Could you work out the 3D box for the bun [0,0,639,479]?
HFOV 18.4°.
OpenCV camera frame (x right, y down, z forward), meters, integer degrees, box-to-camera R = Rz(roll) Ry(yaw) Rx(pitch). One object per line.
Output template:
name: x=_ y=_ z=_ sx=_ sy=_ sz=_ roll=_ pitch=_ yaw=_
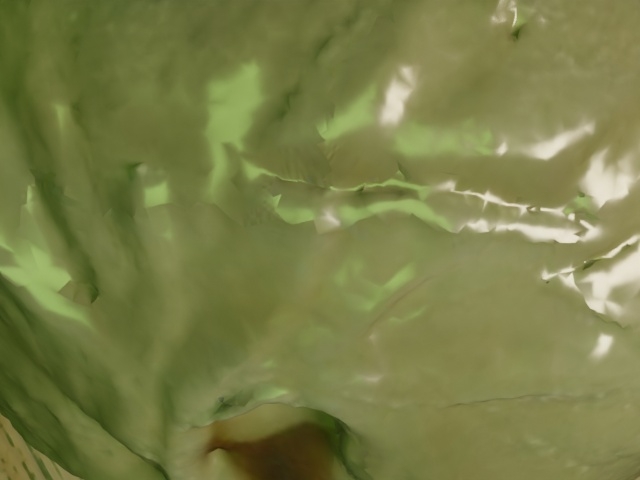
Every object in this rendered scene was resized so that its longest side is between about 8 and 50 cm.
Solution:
bun: x=0.002 y=0.005 z=0.736 sx=0.364 sy=0.202 sz=0.364 roll=11 pitch=140 yaw=9
